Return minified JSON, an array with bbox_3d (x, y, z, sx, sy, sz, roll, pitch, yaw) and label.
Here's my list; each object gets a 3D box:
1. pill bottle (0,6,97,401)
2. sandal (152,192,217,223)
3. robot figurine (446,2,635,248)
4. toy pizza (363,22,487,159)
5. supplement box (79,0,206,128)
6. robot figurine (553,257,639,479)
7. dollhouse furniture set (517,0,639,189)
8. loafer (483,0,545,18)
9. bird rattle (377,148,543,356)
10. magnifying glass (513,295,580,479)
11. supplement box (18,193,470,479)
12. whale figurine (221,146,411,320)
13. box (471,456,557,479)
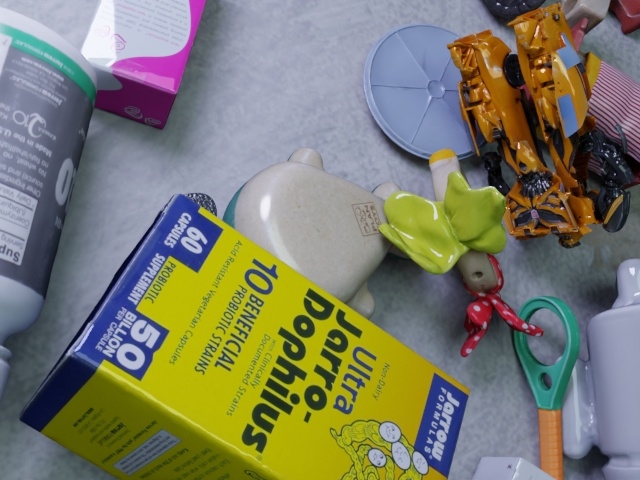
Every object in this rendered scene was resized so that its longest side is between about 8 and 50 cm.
[{"bbox_3d":[-0.353,-0.026,0.756,0.204,0.204,0.360,14,72,-14],"label":"pill bottle"},{"bbox_3d":[-0.171,0.028,0.895,0.067,0.040,0.179,21,84,-6],"label":"sandal"},{"bbox_3d":[0.259,-0.123,0.959,0.085,0.211,0.290,-24,99,-33],"label":"robot figurine"},{"bbox_3d":[0.149,-0.197,1.060,0.202,0.032,0.201,5,73,-17],"label":"toy pizza"},{"bbox_3d":[-0.199,-0.260,0.920,0.111,0.114,0.219,18,69,-14],"label":"supplement box"},{"bbox_3d":[0.438,0.197,0.955,0.300,0.200,0.353,-7,74,21],"label":"robot figurine"},{"bbox_3d":[0.418,-0.278,1.104,0.201,0.152,0.373,27,69,-10],"label":"dollhouse furniture set"},{"bbox_3d":[0.231,-0.491,1.132,0.130,0.134,0.365,-27,95,-49],"label":"loafer"},{"bbox_3d":[0.187,0.001,0.946,0.253,0.143,0.206,47,30,-37],"label":"bird rattle"},{"bbox_3d":[0.282,0.184,0.978,0.026,0.092,0.230,-1,86,-33],"label":"magnifying glass"},{"bbox_3d":[-0.066,0.159,0.765,0.357,0.195,0.194,35,50,-12],"label":"supplement box"},{"bbox_3d":[0.000,0.000,0.922,0.272,0.141,0.216,-14,79,-46],"label":"whale figurine"},{"bbox_3d":[0.250,0.349,0.911,0.171,0.091,0.130,34,68,-7],"label":"box"}]
